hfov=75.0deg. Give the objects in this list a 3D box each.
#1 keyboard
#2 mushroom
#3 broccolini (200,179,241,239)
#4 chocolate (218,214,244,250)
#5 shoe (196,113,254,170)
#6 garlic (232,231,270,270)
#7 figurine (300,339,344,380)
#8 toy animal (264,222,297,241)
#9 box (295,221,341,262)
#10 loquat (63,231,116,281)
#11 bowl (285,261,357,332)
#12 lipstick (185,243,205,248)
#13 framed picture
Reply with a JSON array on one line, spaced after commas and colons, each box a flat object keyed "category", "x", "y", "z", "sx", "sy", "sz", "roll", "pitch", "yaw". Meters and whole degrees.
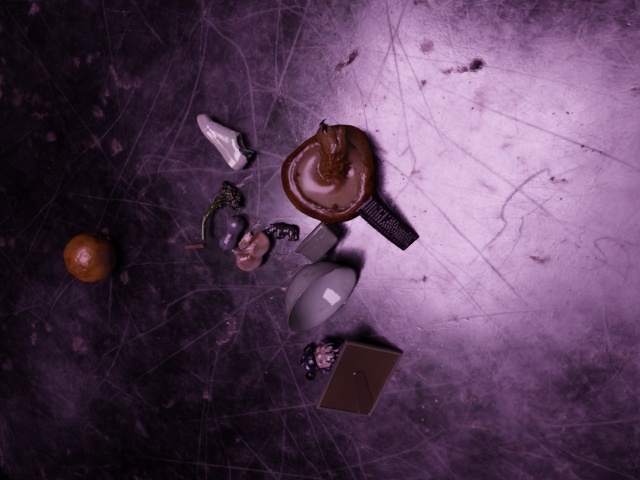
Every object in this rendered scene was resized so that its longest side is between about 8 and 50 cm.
[{"category": "keyboard", "x": 0.230, "y": -0.052, "z": 1.428, "sx": 0.251, "sy": 0.017, "sz": 0.087, "roll": 37, "pitch": 110, "yaw": -26}, {"category": "mushroom", "x": 0.027, "y": -0.225, "z": 1.402, "sx": 0.346, "sy": 0.259, "sz": 0.344, "roll": 1, "pitch": 98, "yaw": 6}, {"category": "broccolini", "x": -0.406, "y": -0.103, "z": 1.696, "sx": 0.123, "sy": 0.062, "sz": 0.271, "roll": 38, "pitch": 106, "yaw": 25}, {"category": "chocolate", "x": -0.361, "y": -0.027, "z": 1.691, "sx": 0.072, "sy": 0.072, "sz": 0.166, "roll": 33, "pitch": 107, "yaw": 11}, {"category": "shoe", "x": -0.360, "y": -0.400, "z": 1.610, "sx": 0.110, "sy": 0.095, "sz": 0.264, "roll": -35, "pitch": 93, "yaw": 17}, {"category": "garlic", "x": -0.272, "y": 0.039, "z": 1.661, "sx": 0.124, "sy": 0.099, "sz": 0.174, "roll": 38, "pitch": 111, "yaw": -6}, {"category": "figurine", "x": 0.042, "y": 0.461, "z": 1.615, "sx": 0.223, "sy": 0.145, "sz": 0.145, "roll": -23, "pitch": 92, "yaw": 28}, {"category": "toy animal", "x": -0.156, "y": -0.035, "z": 1.628, "sx": 0.136, "sy": 0.047, "sz": 0.064, "roll": 9, "pitch": 99, "yaw": 20}, {"category": "box", "x": 0.000, "y": 0.000, "z": 1.543, "sx": 0.093, "sy": 0.124, "sz": 0.172, "roll": 43, "pitch": 113, "yaw": -3}, {"category": "loquat", "x": -1.049, "y": 0.079, "z": 1.897, "sx": 0.239, "sy": 0.193, "sz": 0.237, "roll": 1, "pitch": 93, "yaw": 23}, {"category": "bowl", "x": -0.028, "y": 0.174, "z": 1.520, "sx": 0.146, "sy": 0.314, "sz": 0.313, "roll": 46, "pitch": 114, "yaw": 32}, {"category": "lipstick", "x": -0.540, "y": 0.025, "z": 1.794, "sx": 0.094, "sy": 0.019, "sz": 0.018, "roll": -5, "pitch": 99, "yaw": 20}, {"category": "framed picture", "x": 0.144, "y": 0.529, "z": 1.581, "sx": 0.241, "sy": 0.020, "sz": 0.323, "roll": 15, "pitch": 110, "yaw": -16}]
